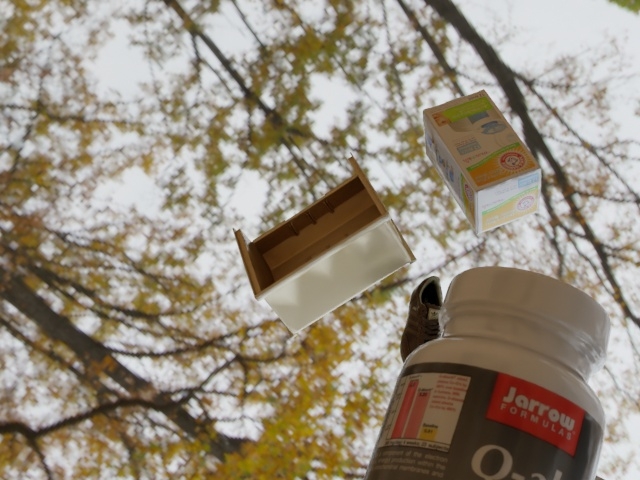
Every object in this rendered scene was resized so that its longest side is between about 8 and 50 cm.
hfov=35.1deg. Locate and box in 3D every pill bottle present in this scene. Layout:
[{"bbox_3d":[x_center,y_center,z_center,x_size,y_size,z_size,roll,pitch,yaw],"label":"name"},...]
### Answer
[{"bbox_3d":[0.153,0.221,0.973,0.210,0.210,0.363,-1,-122,40],"label":"pill bottle"}]

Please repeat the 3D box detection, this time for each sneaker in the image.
[{"bbox_3d":[0.174,0.142,1.693,0.066,0.071,0.188,10,-129,-8],"label":"sneaker"}]

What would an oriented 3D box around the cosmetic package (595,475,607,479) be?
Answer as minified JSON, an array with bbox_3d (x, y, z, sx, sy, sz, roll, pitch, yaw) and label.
[{"bbox_3d":[0.333,0.397,1.109,0.377,0.284,0.097,22,-127,33],"label":"cosmetic package"}]

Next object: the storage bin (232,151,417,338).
[{"bbox_3d":[0.000,0.000,1.798,0.262,0.123,0.260,-33,-146,5],"label":"storage bin"}]

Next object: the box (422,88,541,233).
[{"bbox_3d":[0.255,-0.126,1.607,0.114,0.103,0.203,-19,-130,-7],"label":"box"}]
